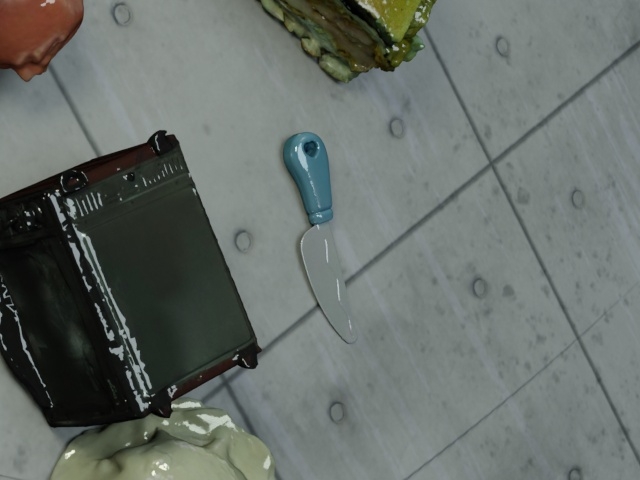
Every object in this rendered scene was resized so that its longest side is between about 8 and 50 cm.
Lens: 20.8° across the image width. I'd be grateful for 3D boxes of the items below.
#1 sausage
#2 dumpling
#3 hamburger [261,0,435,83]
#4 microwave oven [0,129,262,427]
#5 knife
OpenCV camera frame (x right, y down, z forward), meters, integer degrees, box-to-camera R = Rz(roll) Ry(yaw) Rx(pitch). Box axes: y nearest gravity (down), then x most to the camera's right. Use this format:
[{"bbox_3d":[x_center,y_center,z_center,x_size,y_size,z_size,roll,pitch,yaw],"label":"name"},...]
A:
[{"bbox_3d":[-0.320,-0.275,1.658,0.148,0.148,0.254,-33,98,-38],"label":"sausage"},{"bbox_3d":[-0.166,0.252,1.703,0.193,0.147,0.258,44,58,12],"label":"dumpling"},{"bbox_3d":[0.025,-0.313,1.927,0.288,0.167,0.192,45,59,-25],"label":"hamburger"},{"bbox_3d":[-0.203,0.044,1.674,0.188,0.178,0.247,-27,99,-42],"label":"microwave oven"},{"bbox_3d":[-0.002,0.000,1.949,0.058,0.032,0.244,-14,95,-43],"label":"knife"}]
